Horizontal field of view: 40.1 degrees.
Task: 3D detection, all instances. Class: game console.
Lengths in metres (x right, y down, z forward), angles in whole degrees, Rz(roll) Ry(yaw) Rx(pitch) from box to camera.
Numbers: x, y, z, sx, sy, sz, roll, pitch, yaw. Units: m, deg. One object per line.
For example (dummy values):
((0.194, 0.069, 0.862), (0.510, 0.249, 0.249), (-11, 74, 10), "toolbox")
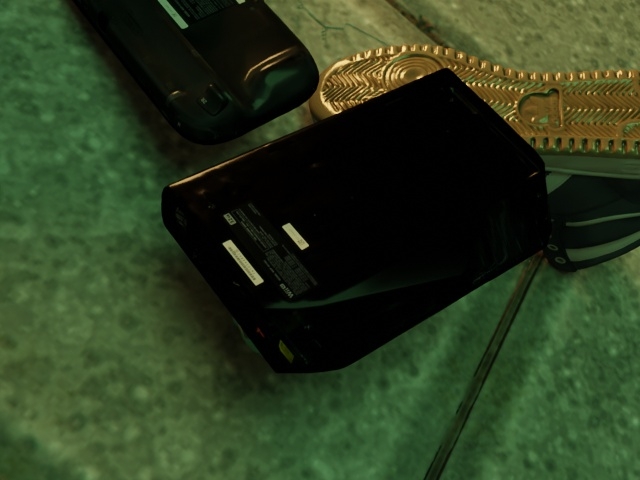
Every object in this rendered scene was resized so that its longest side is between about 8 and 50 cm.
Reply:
((-0.031, -0.095, 0.551), (0.213, 0.044, 0.361), (-26, 63, -28), "game console")

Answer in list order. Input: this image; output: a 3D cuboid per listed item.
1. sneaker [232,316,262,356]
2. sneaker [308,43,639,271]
((0.000, 0.000, 0.559), (0.065, 0.076, 0.167), (33, 54, -8), "sneaker")
((0.134, -0.056, 0.660), (0.282, 0.153, 0.099), (7, 60, 10), "sneaker")
